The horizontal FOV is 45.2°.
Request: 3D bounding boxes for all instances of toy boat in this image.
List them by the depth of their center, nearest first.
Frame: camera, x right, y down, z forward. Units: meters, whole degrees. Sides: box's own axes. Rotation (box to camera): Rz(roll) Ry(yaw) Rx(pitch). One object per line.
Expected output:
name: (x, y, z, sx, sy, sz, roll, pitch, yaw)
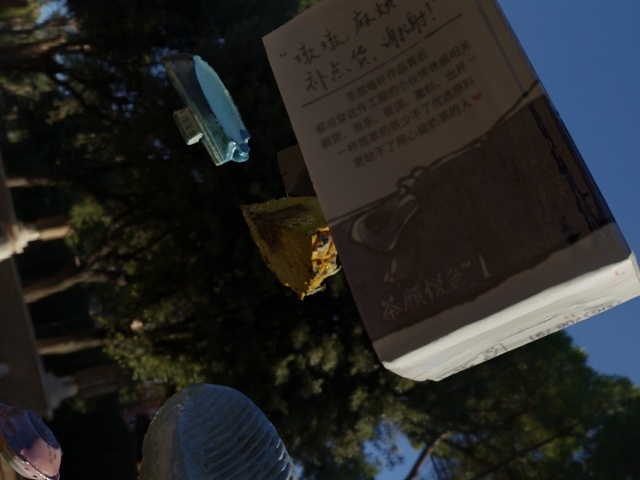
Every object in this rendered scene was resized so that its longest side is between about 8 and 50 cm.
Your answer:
toy boat: (-0.205, -0.212, 1.281, 0.102, 0.088, 0.215, -25, -84, 25)

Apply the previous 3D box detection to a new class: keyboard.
keyboard: (-0.027, -0.096, 1.435, 0.015, 0.074, 0.197, 57, 15, -63)

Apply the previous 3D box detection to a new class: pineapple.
pineapple: (-0.004, -0.001, 1.158, 0.249, 0.164, 0.140, 13, -56, 54)

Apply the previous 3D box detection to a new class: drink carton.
drink carton: (0.070, -0.049, 0.442, 0.134, 0.102, 0.222, -28, -113, 19)

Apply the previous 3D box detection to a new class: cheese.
cheese: (-0.549, 0.383, 1.471, 0.189, 0.074, 0.286, 53, -11, 4)

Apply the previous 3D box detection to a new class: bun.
bun: (-0.208, 0.463, 1.508, 0.211, 0.362, 0.362, -37, -116, 33)
